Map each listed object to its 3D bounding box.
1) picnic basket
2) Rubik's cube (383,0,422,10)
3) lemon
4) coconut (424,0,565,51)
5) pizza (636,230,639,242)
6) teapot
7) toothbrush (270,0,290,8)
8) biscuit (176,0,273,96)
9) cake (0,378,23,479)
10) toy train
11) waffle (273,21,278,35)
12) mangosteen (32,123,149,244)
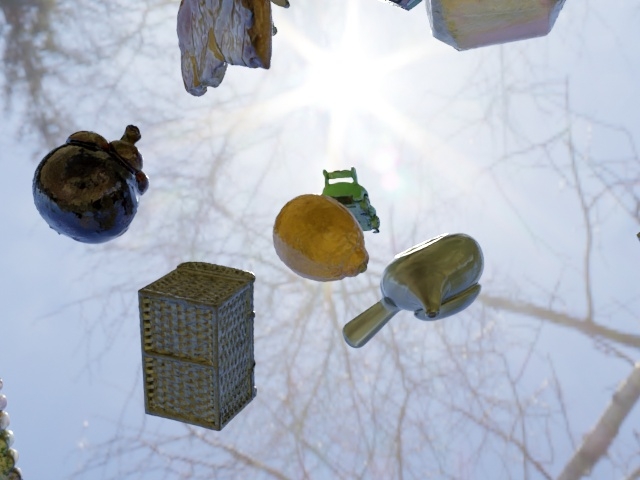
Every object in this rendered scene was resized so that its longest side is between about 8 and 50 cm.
[{"bbox_3d":[-0.167,0.146,1.636,0.134,0.196,0.154,8,-161,24],"label":"picnic basket"},{"bbox_3d":[0.081,-0.315,1.225,0.133,0.133,0.112,-30,-107,-28],"label":"Rubik's cube"},{"bbox_3d":[0.000,0.000,1.884,0.187,0.142,0.142,33,-131,19],"label":"lemon"},{"bbox_3d":[0.350,-0.529,2.199,0.309,0.298,0.297,-10,-146,4],"label":"coconut"},{"bbox_3d":[0.645,0.031,1.996,0.134,0.046,0.175,-21,-122,-37],"label":"pizza"},{"bbox_3d":[0.187,0.093,2.208,0.220,0.149,0.318,-24,179,-36],"label":"teapot"},{"bbox_3d":[-0.099,-0.294,1.150,0.194,0.014,0.017,43,-168,17],"label":"toothbrush"},{"bbox_3d":[-0.132,-0.279,1.471,0.045,0.154,0.299,-14,-175,-25],"label":"biscuit"},{"bbox_3d":[-0.549,0.316,1.817,0.109,0.225,0.090,-12,-162,0],"label":"cake"},{"bbox_3d":[0.052,-0.065,2.026,0.099,0.149,0.081,-5,-112,17],"label":"toy train"},{"bbox_3d":[-0.133,-0.392,1.747,0.036,0.169,0.183,-37,-106,6],"label":"waffle"},{"bbox_3d":[-0.414,-0.114,2.106,0.211,0.211,0.250,23,-109,38],"label":"mangosteen"}]
